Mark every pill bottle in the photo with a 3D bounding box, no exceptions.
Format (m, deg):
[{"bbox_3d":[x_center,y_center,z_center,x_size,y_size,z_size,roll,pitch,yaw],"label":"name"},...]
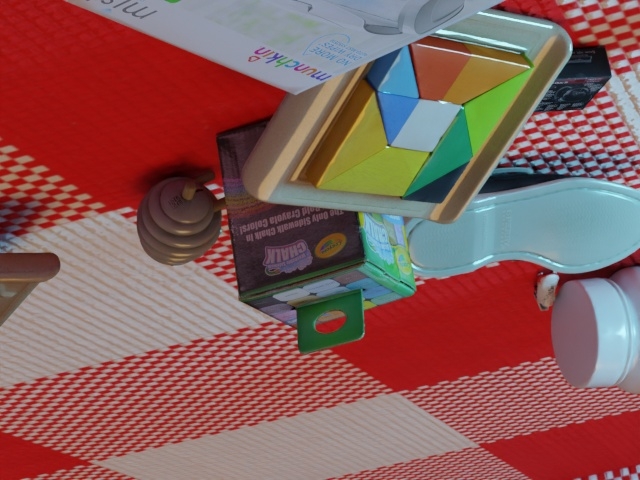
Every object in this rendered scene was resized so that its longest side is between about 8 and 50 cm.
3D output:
[{"bbox_3d":[0.443,0.108,2.395,0.283,0.160,0.160,-3,161,-19],"label":"pill bottle"}]

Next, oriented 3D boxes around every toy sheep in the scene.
[{"bbox_3d":[-0.134,-0.022,1.853,0.091,0.091,0.132,-4,147,-15],"label":"toy sheep"}]

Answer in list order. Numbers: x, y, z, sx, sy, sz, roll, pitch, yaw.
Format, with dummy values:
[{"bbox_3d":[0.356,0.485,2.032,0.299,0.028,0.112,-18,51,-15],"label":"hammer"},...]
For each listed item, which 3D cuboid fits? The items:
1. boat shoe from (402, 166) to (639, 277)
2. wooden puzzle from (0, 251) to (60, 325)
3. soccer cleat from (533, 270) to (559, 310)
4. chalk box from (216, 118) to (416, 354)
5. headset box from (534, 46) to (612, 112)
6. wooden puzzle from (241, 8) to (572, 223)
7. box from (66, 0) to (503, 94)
[{"bbox_3d":[0.201,-0.028,1.991,0.302,0.091,0.114,0,116,-23],"label":"boat shoe"},{"bbox_3d":[-0.463,0.048,1.922,0.322,0.080,0.348,1,164,-26],"label":"wooden puzzle"},{"bbox_3d":[0.280,0.062,2.374,0.029,0.036,0.083,-7,162,-6],"label":"soccer cleat"},{"bbox_3d":[0.000,0.000,1.772,0.132,0.213,0.132,-16,161,19],"label":"chalk box"},{"bbox_3d":[0.221,-0.146,1.731,0.062,0.032,0.083,-5,160,-15],"label":"headset box"},{"bbox_3d":[0.078,-0.105,1.622,0.238,0.044,0.221,9,126,-38],"label":"wooden puzzle"},{"bbox_3d":[-0.012,-0.219,1.261,0.231,0.127,0.262,-22,159,28],"label":"box"}]
